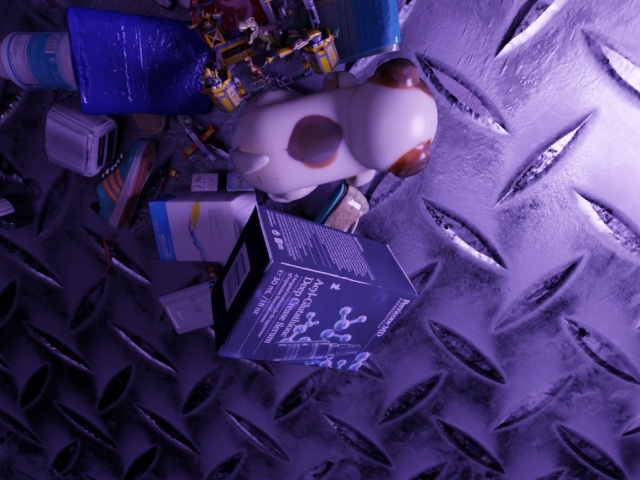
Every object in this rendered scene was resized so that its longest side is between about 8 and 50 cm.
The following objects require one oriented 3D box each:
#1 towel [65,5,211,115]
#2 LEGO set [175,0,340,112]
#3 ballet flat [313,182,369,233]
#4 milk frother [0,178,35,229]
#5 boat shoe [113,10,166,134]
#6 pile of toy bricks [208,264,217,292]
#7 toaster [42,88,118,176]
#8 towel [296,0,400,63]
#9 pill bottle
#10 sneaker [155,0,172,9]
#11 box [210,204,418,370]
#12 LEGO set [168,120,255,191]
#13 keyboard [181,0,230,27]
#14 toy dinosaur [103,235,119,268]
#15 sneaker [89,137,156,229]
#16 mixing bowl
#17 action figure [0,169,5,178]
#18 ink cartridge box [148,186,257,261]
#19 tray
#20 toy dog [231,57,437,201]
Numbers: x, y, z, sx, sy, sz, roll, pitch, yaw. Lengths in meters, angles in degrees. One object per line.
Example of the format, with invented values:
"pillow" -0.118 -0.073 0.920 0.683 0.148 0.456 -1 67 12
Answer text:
"towel" -0.426 -0.421 1.017 0.308 0.076 0.227 -7 117 -26
"LEGO set" -0.134 -0.431 0.839 0.331 0.254 0.192 -11 150 15
"ballet flat" 0.000 0.000 1.139 0.123 0.123 0.348 40 112 -4
"milk frother" -0.954 -0.114 1.276 0.129 0.134 0.143 13 111 6
"boat shoe" -0.487 -0.425 1.088 0.109 0.098 0.302 -4 109 13
"pile of toy bricks" -0.260 0.161 1.231 0.118 0.105 0.212 -15 103 -7
"toaster" -0.649 -0.284 1.145 0.146 0.129 0.227 27 127 -4
"towel" 0.041 -0.572 0.892 0.271 0.040 0.370 9 114 44
"pill bottle" -0.708 -0.464 1.094 0.264 0.146 0.146 5 110 10
"sneaker" -0.415 -0.630 1.032 0.135 0.052 0.058 36 100 -7
"box" -0.025 0.132 1.032 0.396 0.212 0.293 15 121 -29
"LEGO set" -0.289 -0.222 1.111 0.244 0.060 0.182 1 83 13
"keyboard" -0.324 -0.621 1.033 0.072 0.014 0.256 -31 100 25
"toy dinosaur" -0.654 0.029 1.305 0.047 0.090 0.082 -6 141 -2
"sneaker" -0.571 -0.174 1.190 0.121 0.108 0.302 32 114 -5
"mixing bowl" -0.204 -0.534 0.979 0.182 0.098 0.181 -2 121 -4
"action figure" -1.093 -0.259 1.279 0.285 0.099 0.185 28 105 -3
"ink cartridge box" -0.304 -0.048 1.146 0.233 0.171 0.168 1 110 12
"tray" -0.380 0.212 1.332 0.270 0.030 0.145 -18 104 17
"toy dog" 0.038 -0.244 0.901 0.408 0.395 0.284 -7 96 21
